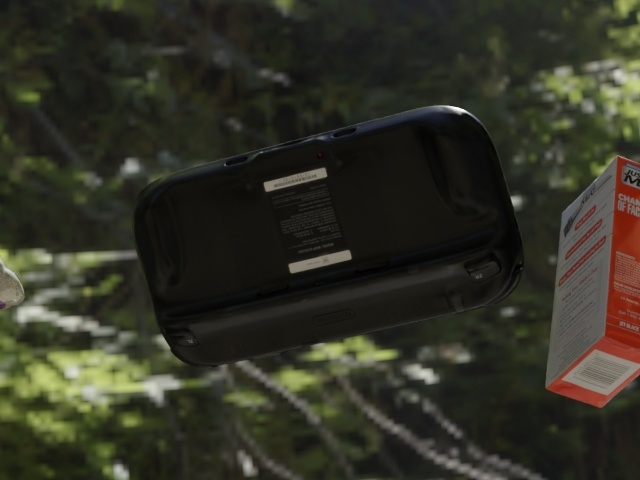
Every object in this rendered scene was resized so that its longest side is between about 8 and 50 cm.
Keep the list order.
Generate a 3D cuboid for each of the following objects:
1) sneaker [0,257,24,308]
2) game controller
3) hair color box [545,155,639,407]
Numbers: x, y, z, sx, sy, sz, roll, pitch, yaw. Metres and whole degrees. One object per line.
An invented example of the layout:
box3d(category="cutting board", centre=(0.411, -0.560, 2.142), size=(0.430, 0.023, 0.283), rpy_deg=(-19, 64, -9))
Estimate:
box3d(category="sneaker", centre=(-0.255, 0.039, 1.187), size=(0.071, 0.068, 0.170), rpy_deg=(-41, 11, -30))
box3d(category="game controller", centre=(0.000, 0.000, 1.499), size=(0.319, 0.166, 0.067), rpy_deg=(-13, 1, 20))
box3d(category="hair color box", centre=(0.220, 0.031, 1.414), size=(0.053, 0.167, 0.093), rpy_deg=(19, -35, -14))
